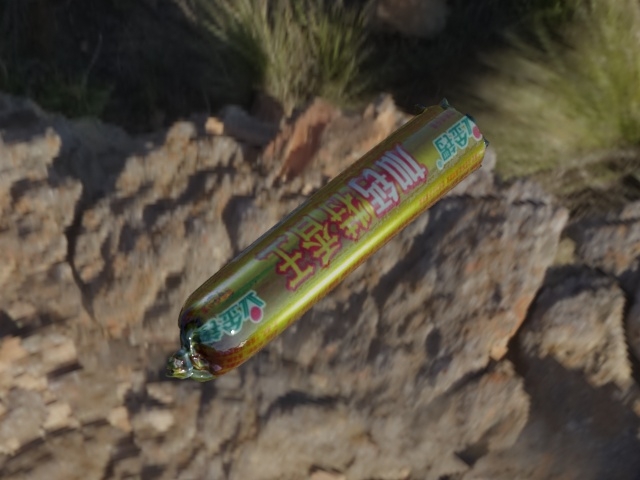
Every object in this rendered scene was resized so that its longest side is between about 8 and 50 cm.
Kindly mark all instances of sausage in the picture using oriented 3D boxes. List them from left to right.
[{"bbox_3d":[0.000,0.000,1.209,0.082,0.082,0.371,43,52,10],"label":"sausage"}]
